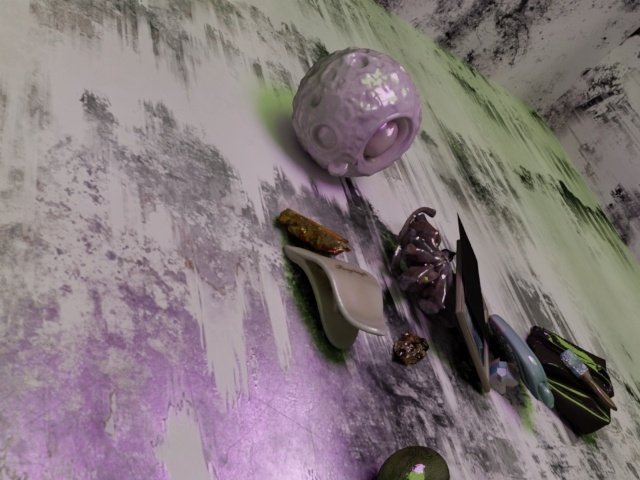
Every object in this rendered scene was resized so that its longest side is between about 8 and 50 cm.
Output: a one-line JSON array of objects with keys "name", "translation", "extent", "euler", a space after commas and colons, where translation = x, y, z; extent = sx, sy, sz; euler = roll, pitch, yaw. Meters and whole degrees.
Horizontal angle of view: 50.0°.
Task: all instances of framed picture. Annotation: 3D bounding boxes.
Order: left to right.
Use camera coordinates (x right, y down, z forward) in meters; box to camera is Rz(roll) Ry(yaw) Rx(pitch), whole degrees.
[{"name": "framed picture", "translation": [0.385, 0.181, 1.734], "extent": [0.335, 0.022, 0.247], "euler": [-69, 140, -59]}]

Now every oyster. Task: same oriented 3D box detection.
[{"name": "oyster", "translation": [0.207, 0.247, 1.549], "extent": [0.086, 0.029, 0.132], "euler": [43, 29, -7]}]

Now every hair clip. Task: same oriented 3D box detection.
[{"name": "hair clip", "translation": [0.046, 0.105, 1.436], "extent": [0.172, 0.113, 0.282], "euler": [19, 40, -38]}]

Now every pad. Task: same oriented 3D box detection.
[{"name": "pad", "translation": [0.391, 0.095, 1.773], "extent": [0.300, 0.005, 0.202], "euler": [-85, 152, -45]}]

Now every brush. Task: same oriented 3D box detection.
[{"name": "brush", "translation": [0.715, 0.373, 1.823], "extent": [0.070, 0.021, 0.196], "euler": [-12, 58, -50]}]

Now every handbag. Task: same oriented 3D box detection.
[{"name": "handbag", "translation": [0.690, 0.372, 1.922], "extent": [0.257, 0.113, 0.285], "euler": [35, 33, -2]}]

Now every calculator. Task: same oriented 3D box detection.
[{"name": "calculator", "translation": [0.512, 0.304, 1.745], "extent": [0.184, 0.042, 0.295], "euler": [61, 0, -41]}]

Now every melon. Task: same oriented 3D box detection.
[{"name": "melon", "translation": [0.167, 0.423, 1.214], "extent": [0.167, 0.114, 0.114], "euler": [-2, 55, -48]}]

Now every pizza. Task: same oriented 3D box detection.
[{"name": "pizza", "translation": [0.000, 0.000, 1.506], "extent": [0.188, 0.062, 0.199], "euler": [26, 3, -18]}]

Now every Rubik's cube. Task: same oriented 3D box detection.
[{"name": "Rubik's cube", "translation": [0.462, 0.335, 1.715], "extent": [0.084, 0.073, 0.075], "euler": [31, 34, -20]}]

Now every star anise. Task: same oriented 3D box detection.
[{"name": "star anise", "translation": [0.269, 0.074, 1.740], "extent": [0.359, 0.139, 0.316], "euler": [-14, 85, -61]}]

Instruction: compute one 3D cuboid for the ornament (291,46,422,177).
[{"name": "ornament", "translation": [0.086, -0.338, 1.790], "extent": [0.337, 0.337, 0.337], "euler": [31, 34, -24]}]
